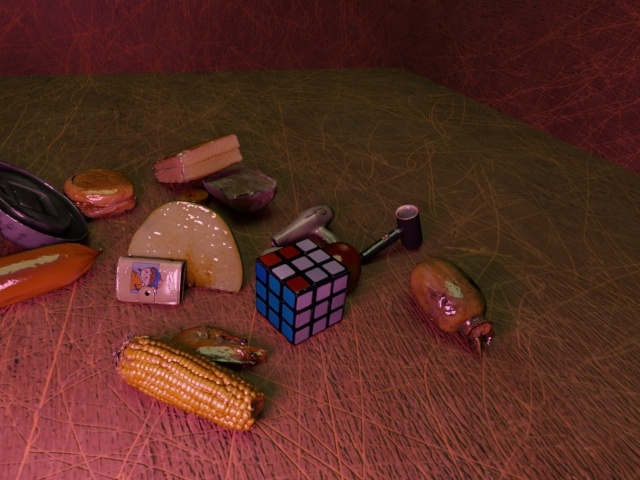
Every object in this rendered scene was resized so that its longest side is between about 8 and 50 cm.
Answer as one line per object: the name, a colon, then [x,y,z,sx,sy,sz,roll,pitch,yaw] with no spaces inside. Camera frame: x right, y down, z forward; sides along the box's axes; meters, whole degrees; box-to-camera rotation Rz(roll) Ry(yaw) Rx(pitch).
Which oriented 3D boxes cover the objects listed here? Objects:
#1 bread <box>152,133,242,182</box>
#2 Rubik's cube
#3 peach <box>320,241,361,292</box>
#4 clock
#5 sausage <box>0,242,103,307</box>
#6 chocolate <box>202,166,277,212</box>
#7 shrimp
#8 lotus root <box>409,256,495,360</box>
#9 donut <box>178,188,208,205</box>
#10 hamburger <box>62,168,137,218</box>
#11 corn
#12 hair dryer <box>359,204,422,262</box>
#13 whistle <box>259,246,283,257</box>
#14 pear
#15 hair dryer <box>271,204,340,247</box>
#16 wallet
bread: [-0.438,-0.277,1.529,0.246,0.111,0.239,-31,21,-37]
Rubik's cube: [-0.045,0.115,1.022,0.163,0.161,0.162,-21,41,-34]
peach: [0.053,0.070,1.160,0.118,0.151,0.151,-40,36,12]
clock: [-0.766,-0.087,1.138,0.061,0.312,0.313,-46,44,5]
sausage: [-0.685,0.078,1.039,0.328,0.112,0.112,-20,42,-33]
chocolate: [-0.268,-0.168,1.459,0.185,0.101,0.303,-23,34,-26]
shrimp: [-0.216,0.224,0.940,0.216,0.051,0.115,7,32,6]
lotus root: [0.321,0.148,1.049,0.153,0.154,0.278,-9,42,-21]
donut: [-0.419,-0.136,1.446,0.097,0.043,0.108,5,33,0]
hamburger: [-0.694,-0.148,1.377,0.213,0.108,0.214,7,31,-4]
corn: [-0.254,0.264,0.824,0.317,0.115,0.115,17,36,17]
hair dryer: [0.197,0.012,1.292,0.255,0.128,0.070,-34,40,-15]
whistle: [-0.071,0.051,1.205,0.198,0.057,0.104,-8,37,-17]
pear: [-0.327,-0.009,1.097,0.287,0.240,0.139,7,34,0]
hair dryer: [-0.033,-0.003,1.298,0.218,0.089,0.225,-14,53,-15]
wallet: [-0.409,0.097,1.047,0.154,0.111,0.039,4,0,3]
